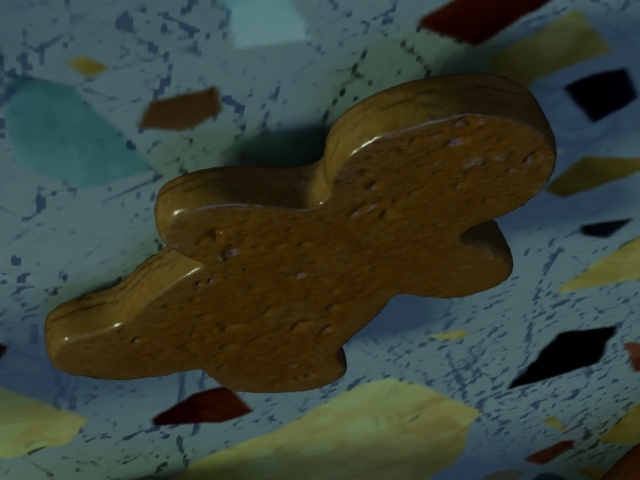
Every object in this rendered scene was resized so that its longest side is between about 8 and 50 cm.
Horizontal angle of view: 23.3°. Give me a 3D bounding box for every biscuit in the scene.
[{"bbox_3d":[0.000,-0.001,0.637,0.165,0.036,0.250,8,149,-32],"label":"biscuit"}]

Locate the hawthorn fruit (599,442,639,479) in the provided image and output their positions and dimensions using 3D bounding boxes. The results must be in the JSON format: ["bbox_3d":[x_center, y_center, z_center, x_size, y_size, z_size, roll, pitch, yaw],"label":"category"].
[{"bbox_3d":[0.247,0.177,0.900,0.199,0.199,0.251,-2,137,-15],"label":"hawthorn fruit"}]
